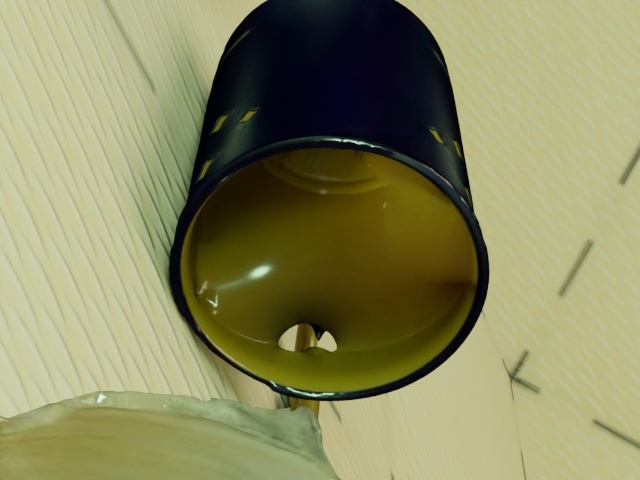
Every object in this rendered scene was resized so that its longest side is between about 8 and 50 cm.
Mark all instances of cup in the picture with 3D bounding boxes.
[{"bbox_3d":[-0.015,-0.014,1.005,0.178,0.255,0.256,30,26,-15],"label":"cup"}]

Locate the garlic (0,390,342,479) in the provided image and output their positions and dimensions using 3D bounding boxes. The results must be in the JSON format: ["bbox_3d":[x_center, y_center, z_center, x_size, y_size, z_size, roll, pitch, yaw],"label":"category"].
[{"bbox_3d":[-0.072,0.142,0.437,0.229,0.178,0.142,-31,127,-58],"label":"garlic"}]
